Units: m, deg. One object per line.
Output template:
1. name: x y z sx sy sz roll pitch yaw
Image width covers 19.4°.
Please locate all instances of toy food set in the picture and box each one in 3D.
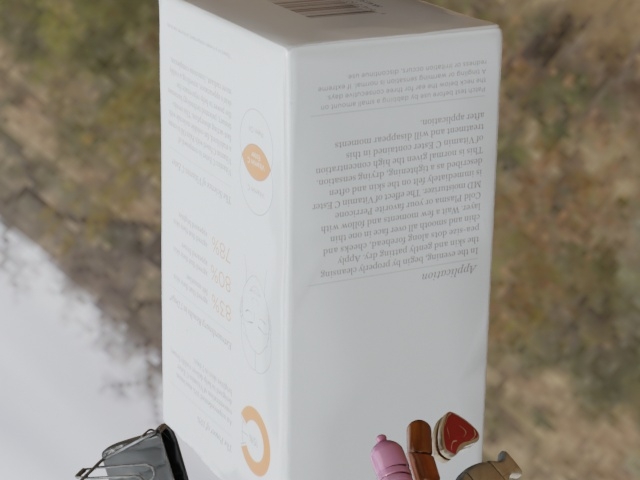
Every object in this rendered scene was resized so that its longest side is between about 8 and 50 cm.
1. toy food set: 0.065 0.131 1.051 0.078 0.019 0.122 44 -141 5

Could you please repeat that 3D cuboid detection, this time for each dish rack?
1. dish rack: -0.168 0.293 1.587 0.271 0.074 0.208 -45 -60 -72

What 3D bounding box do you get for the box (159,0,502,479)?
1. box: 0.000 0.000 1.352 0.168 0.345 0.215 -8 -159 -26
